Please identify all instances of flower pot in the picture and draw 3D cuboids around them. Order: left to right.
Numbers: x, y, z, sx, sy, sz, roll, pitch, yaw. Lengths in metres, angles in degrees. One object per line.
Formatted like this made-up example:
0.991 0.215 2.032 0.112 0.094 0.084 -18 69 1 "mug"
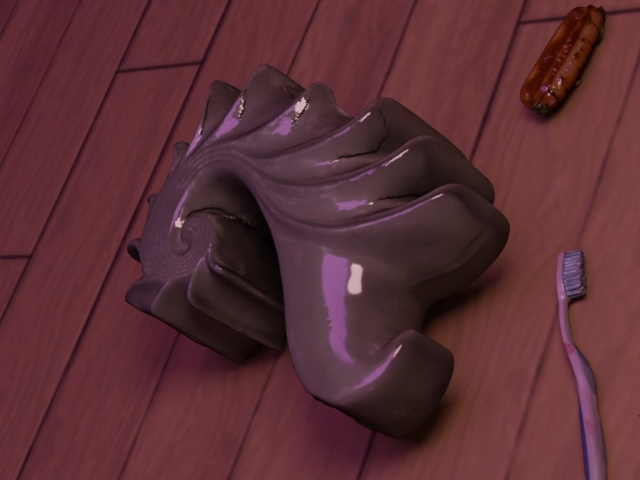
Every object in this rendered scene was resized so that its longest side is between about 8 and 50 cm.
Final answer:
0.000 0.000 1.392 0.367 0.164 0.254 19 79 49 "flower pot"

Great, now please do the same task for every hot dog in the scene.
0.216 -0.158 1.422 0.122 0.037 0.049 -55 28 -16 "hot dog"

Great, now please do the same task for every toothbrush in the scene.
0.198 0.115 1.228 0.027 0.021 0.269 -27 44 32 "toothbrush"
